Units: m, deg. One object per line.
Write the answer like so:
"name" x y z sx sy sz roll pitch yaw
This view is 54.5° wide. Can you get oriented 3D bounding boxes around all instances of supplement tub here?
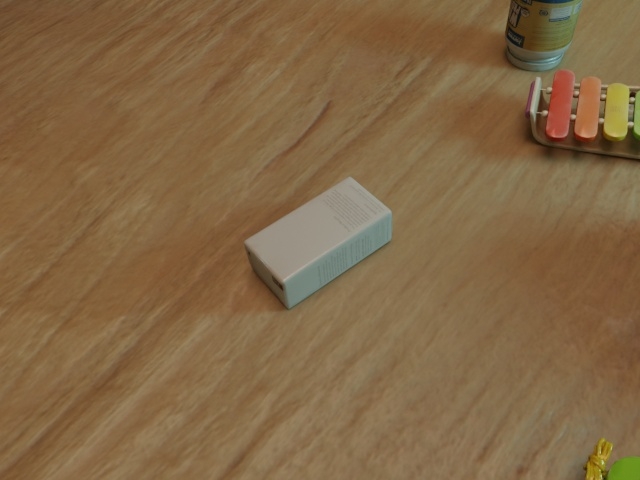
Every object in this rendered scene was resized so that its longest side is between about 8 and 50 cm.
"supplement tub" 0.479 -0.485 1.339 0.144 0.200 0.144 -2 49 3

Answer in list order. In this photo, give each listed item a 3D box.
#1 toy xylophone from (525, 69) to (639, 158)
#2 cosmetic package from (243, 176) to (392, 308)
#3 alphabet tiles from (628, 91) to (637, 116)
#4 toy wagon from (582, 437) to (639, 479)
"toy xylophone" 0.562 -0.256 1.209 0.322 0.081 0.236 5 52 12
"cosmetic package" 0.000 0.000 1.051 0.231 0.085 0.117 -33 55 -19
"alphabet tiles" 0.732 -0.251 1.246 0.237 0.009 0.198 12 52 14
"toy wagon" 0.480 0.349 0.727 0.344 0.068 0.267 24 56 24
